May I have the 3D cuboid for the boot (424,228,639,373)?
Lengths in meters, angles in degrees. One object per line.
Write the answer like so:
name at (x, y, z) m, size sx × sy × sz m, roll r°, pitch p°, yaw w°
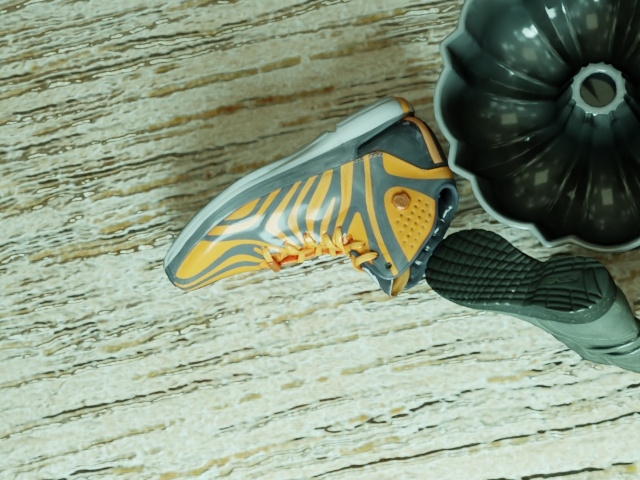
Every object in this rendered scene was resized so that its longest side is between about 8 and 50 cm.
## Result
boot at (0.228, 0.074, 1.507) m, size 0.246 × 0.161 × 0.083 m, roll 15°, pitch 69°, yaw 48°

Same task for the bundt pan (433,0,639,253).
bundt pan at (0.286, -0.143, 1.526) m, size 0.331 × 0.124 × 0.331 m, roll -2°, pitch 83°, yaw 12°

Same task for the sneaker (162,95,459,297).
sneaker at (0.000, 0.000, 1.565) m, size 0.321 × 0.124 × 0.180 m, roll -33°, pitch 77°, yaw 6°
